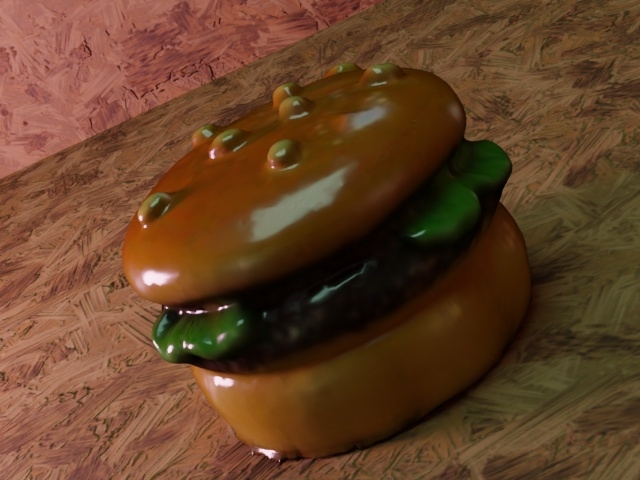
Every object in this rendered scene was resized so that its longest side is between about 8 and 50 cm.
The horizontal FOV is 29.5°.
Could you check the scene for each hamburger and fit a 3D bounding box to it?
[{"bbox_3d":[0.000,0.000,1.188,0.395,0.277,0.396,-25,21,10],"label":"hamburger"}]
